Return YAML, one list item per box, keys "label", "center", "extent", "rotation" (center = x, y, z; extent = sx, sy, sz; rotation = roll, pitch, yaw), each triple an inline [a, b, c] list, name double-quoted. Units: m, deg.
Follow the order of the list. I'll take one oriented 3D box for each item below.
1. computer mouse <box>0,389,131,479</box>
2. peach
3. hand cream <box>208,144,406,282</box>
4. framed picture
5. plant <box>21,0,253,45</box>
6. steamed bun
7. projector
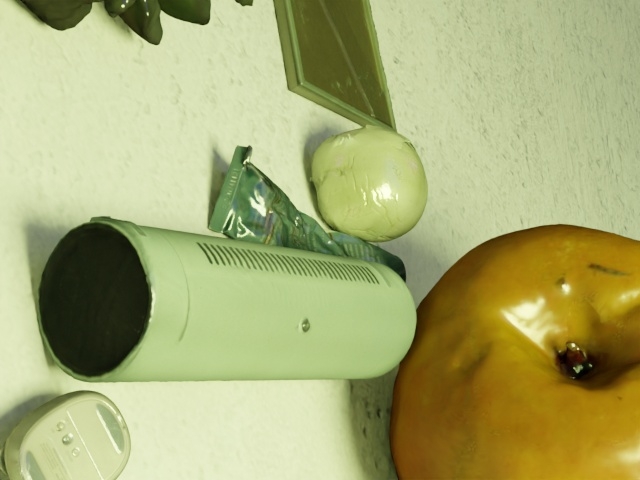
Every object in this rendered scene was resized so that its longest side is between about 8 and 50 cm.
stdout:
- label: "computer mouse"
  center: [-0.159, 0.131, 0.685]
  extent: [0.096, 0.039, 0.066]
  rotation: [-31, 97, -52]
- label: "peach"
  center: [0.221, 0.162, 0.995]
  extent: [0.302, 0.342, 0.343]
  rotation: [72, 17, -50]
- label: "hand cream"
  center: [0.000, -0.001, 1.009]
  extent: [0.248, 0.052, 0.075]
  rotation: [32, 44, -44]
- label: "framed picture"
  center: [0.008, -0.253, 1.224]
  extent: [0.192, 0.018, 0.265]
  rotation: [20, 53, -52]
- label: "plant"
  center: [-0.153, -0.253, 0.811]
  extent: [0.276, 0.199, 0.188]
  rotation: [25, 56, -45]
- label: "steamed bun"
  center: [0.056, -0.055, 1.095]
  extent: [0.130, 0.091, 0.112]
  rotation: [10, 63, -56]
- label: "projector"
  center: [-0.052, 0.052, 0.837]
  extent: [0.337, 0.108, 0.108]
  rotation: [9, 63, -55]
